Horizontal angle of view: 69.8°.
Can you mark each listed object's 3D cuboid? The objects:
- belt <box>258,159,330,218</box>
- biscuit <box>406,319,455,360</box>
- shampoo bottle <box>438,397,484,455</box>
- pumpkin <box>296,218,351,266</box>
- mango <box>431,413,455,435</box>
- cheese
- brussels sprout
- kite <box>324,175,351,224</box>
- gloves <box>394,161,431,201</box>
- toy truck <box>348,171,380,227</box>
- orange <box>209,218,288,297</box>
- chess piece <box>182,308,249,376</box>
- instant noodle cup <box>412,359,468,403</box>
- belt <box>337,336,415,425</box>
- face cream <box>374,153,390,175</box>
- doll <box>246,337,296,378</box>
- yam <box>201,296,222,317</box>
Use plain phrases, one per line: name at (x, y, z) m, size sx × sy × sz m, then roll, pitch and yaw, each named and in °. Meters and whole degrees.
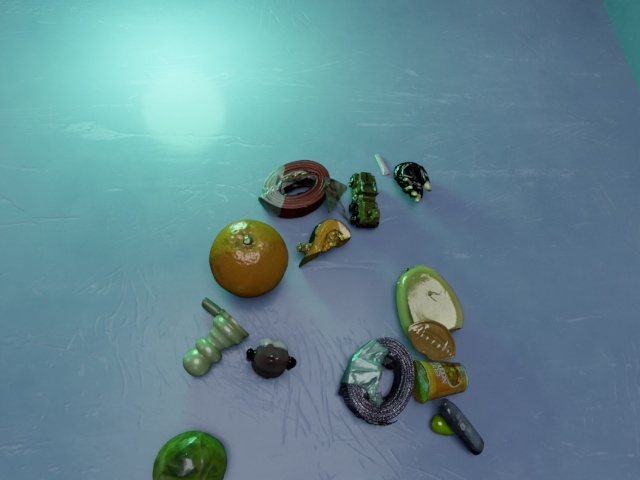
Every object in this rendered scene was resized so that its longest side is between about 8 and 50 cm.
belt at (-0.112, -0.219, 2.008) m, size 0.323 × 0.115 × 0.228 m, roll -25°, pitch 73°, yaw -16°
biscuit at (0.437, 0.385, 1.786) m, size 0.220 × 0.029 × 0.142 m, roll 36°, pitch 81°, yaw -2°
shampoo bottle at (0.528, 0.696, 1.726) m, size 0.234 × 0.049 × 0.087 m, roll 52°, pitch 38°, yaw -6°
pumpkin at (-0.006, -0.001, 1.931) m, size 0.247 × 0.131 × 0.126 m, roll -27°, pitch 83°, yaw -22°
mango at (0.473, 0.708, 1.752) m, size 0.108 × 0.056 × 0.074 m, roll 30°, pitch 62°, yaw -9°
cheese at (0.437, 0.249, 1.892) m, size 0.259 × 0.128 × 0.316 m, roll -13°, pitch 69°, yaw -11°
brussels sprout at (-0.446, 0.768, 1.520) m, size 0.219 × 0.210 × 0.272 m, roll 33°, pitch 78°, yaw -18°
kite at (0.081, -0.178, 2.005) m, size 0.250 × 0.012 × 0.229 m, roll 60°, pitch 40°, yaw -20°
gloves at (0.420, -0.260, 2.095) m, size 0.164 × 0.124 × 0.204 m, roll -4°, pitch 69°, yaw 10°
toy truck at (0.201, -0.187, 2.026) m, size 0.127 × 0.127 × 0.257 m, roll 5°, pitch 64°, yaw -16°
orange at (-0.276, 0.067, 1.775) m, size 0.311 × 0.312 × 0.313 m, roll 3°, pitch 68°, yaw -7°
chess piece at (-0.406, 0.395, 1.719) m, size 0.144 × 0.144 × 0.251 m, roll 42°, pitch 75°, yaw 9°
instant noodle cup at (0.460, 0.538, 1.773) m, size 0.184 × 0.168 × 0.169 m, roll 0°, pitch 68°, yaw -16°
belt at (0.224, 0.529, 1.753) m, size 0.260 × 0.122 × 0.325 m, roll 28°, pitch 68°, yaw -2°
face cream at (0.291, -0.359, 2.172) m, size 0.038 × 0.020 × 0.115 m, roll -19°, pitch 75°, yaw -16°
doll at (-0.180, 0.433, 1.660) m, size 0.181 × 0.257 × 0.118 m, roll 11°, pitch 60°, yaw -3°
yam at (-0.428, 0.267, 1.808) m, size 0.094 × 0.043 × 0.043 m, roll 34°, pitch 68°, yaw 8°
